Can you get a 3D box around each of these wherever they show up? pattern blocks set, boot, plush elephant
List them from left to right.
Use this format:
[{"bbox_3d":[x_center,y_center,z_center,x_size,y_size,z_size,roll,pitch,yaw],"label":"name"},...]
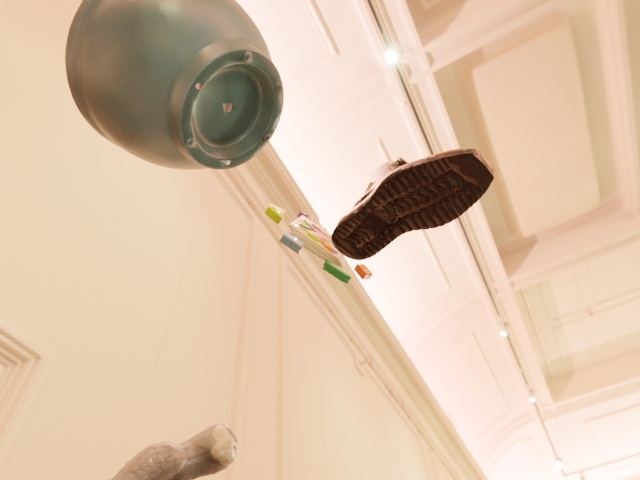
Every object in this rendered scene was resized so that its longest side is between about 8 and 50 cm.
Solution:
[{"bbox_3d":[-0.236,0.417,0.559,0.330,0.255,0.272,8,-78,-25],"label":"plush elephant"},{"bbox_3d":[0.000,0.000,1.041,0.285,0.325,0.026,31,-77,-15],"label":"pattern blocks set"},{"bbox_3d":[0.102,-0.071,0.513,0.198,0.137,0.077,-26,-65,41],"label":"boot"}]

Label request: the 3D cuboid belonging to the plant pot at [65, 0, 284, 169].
[{"bbox_3d":[-0.179,-0.223,0.668,0.293,0.196,0.293,-35,-35,-29],"label":"plant pot"}]
